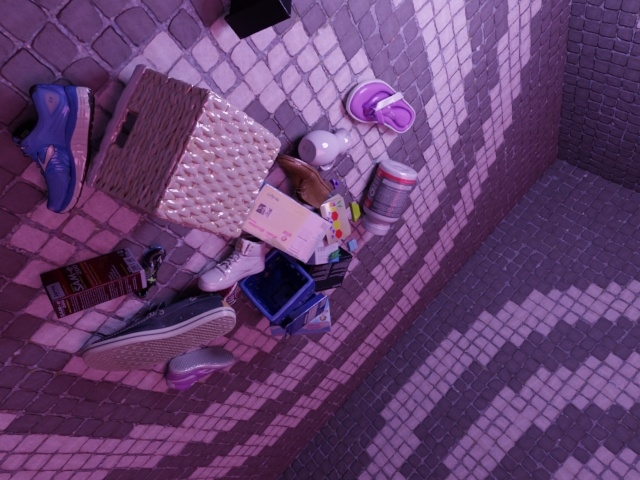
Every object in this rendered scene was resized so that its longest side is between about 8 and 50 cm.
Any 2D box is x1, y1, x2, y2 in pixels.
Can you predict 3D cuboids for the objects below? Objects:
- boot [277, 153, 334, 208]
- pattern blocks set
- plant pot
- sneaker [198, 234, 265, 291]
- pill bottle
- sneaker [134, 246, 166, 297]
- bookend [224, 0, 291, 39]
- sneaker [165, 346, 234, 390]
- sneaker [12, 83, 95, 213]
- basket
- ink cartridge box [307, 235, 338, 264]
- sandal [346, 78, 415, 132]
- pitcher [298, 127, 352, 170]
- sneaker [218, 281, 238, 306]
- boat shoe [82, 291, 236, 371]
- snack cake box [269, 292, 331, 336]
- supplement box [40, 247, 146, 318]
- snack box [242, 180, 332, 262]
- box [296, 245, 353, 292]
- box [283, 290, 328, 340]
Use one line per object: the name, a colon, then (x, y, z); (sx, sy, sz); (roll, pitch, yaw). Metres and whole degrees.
boot: (-0.064, -0.211, 1.542); (0.305, 0.112, 0.115); (33, 83, -50)
pattern blocks set: (0.057, -0.090, 1.753); (0.286, 0.026, 0.324); (-14, 101, -39)
plant pot: (-0.158, 0.209, 1.745); (0.236, 0.236, 0.212); (-43, 151, -10)
sneaker: (-0.320, 0.066, 1.551); (0.293, 0.108, 0.169); (-26, 137, -45)
pill bottle: (0.299, -0.189, 1.922); (0.177, 0.176, 0.318); (-7, 126, -44)
sneaker: (-0.541, 0.103, 1.356); (0.067, 0.078, 0.188); (17, 108, -53)
bookend: (-0.159, -0.630, 1.102); (0.157, 0.156, 0.072); (-12, 152, 23)
sneaker: (-0.509, 0.544, 1.781); (0.282, 0.102, 0.160); (0, 125, -35)
sneaker: (-0.617, -0.210, 0.979); (0.147, 0.129, 0.329); (8, 124, -25)
basket: (-0.329, -0.202, 1.082); (0.328, 0.267, 0.331); (-65, 154, 1)
ink cartridge box: (0.000, 0.000, 1.778); (0.140, 0.082, 0.190); (-5, 91, -44)
sandal: (0.267, -0.516, 1.657); (0.417, 0.102, 0.169); (-1, 122, -47)
pitcher: (0.008, -0.319, 1.548); (0.207, 0.126, 0.177); (-26, 148, -48)
sneaker: (-0.358, 0.212, 1.669); (0.075, 0.063, 0.170); (5, 122, -49)
boat shoe: (-0.552, 0.310, 1.476); (0.501, 0.156, 0.186); (-18, 140, -21)
snack cake box: (-0.090, 0.331, 1.882); (0.265, 0.152, 0.089); (-6, 135, 0)
supplement box: (-0.644, 0.115, 1.212); (0.240, 0.130, 0.073); (-22, 136, -35)
snack box: (-0.132, -0.064, 1.568); (0.322, 0.060, 0.187); (31, 98, -31)
box: (0.005, 0.136, 1.958); (0.261, 0.103, 0.184); (-6, 122, -45)
box: (-0.069, 0.308, 1.728); (0.225, 0.036, 0.136); (-34, 154, -31)
